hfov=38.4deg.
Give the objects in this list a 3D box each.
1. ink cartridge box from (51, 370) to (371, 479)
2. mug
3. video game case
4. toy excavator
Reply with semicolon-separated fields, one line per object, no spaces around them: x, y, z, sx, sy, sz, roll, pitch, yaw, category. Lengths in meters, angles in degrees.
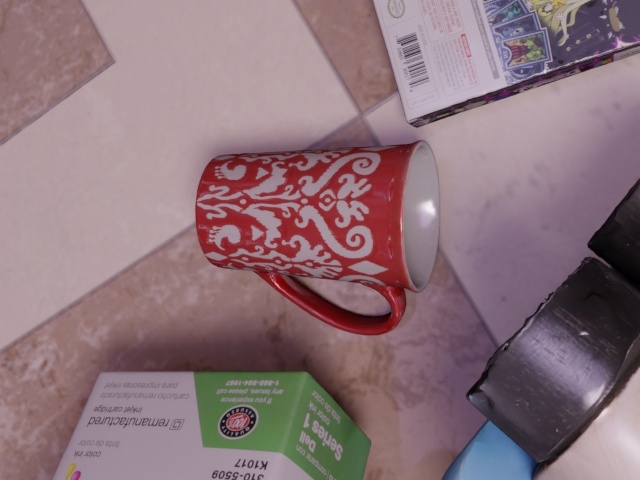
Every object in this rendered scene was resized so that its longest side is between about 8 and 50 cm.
-0.103;0.238;0.639;0.201;0.117;0.278;-5;50;30;ink cartridge box
-0.003;-0.003;0.709;0.169;0.113;0.150;3;88;20;mug
0.136;-0.229;0.705;0.210;0.042;0.232;-18;84;16;video game case
0.161;0.208;0.613;0.222;0.445;0.433;39;58;15;toy excavator
